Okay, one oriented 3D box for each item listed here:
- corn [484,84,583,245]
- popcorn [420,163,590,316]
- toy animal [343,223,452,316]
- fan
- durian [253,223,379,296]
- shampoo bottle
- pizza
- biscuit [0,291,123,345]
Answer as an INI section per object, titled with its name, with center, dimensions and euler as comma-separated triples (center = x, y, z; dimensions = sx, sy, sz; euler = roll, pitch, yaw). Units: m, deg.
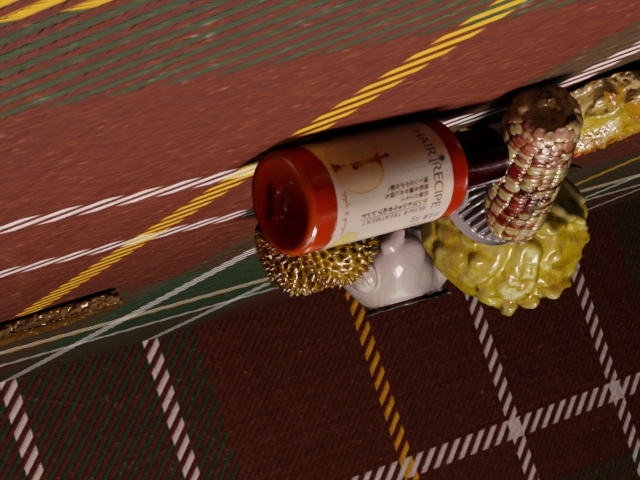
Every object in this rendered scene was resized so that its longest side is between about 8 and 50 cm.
[corn]
center = 0.224, -0.076, 1.643
dimensions = 0.086, 0.086, 0.253
euler = -17, 154, -12
[popcorn]
center = 0.269, -0.023, 2.144
dimensions = 0.249, 0.249, 0.225
euler = -13, 144, -45
[toy animal]
center = 0.131, 0.031, 2.486
dimensions = 0.208, 0.154, 0.325
euler = -12, 180, 4
[fan]
center = 0.165, -0.062, 1.837
dimensions = 0.244, 0.130, 0.074
euler = 1, 162, -30
[durian]
center = 0.000, 0.000, 1.841
dimensions = 0.168, 0.137, 0.158
euler = -2, 150, -18
[shampoo bottle]
center = 0.071, -0.063, 1.501
dimensions = 0.278, 0.104, 0.104
euler = -15, 174, -35
[pizza]
center = 0.250, -0.113, 1.759
dimensions = 0.288, 0.075, 0.280
euler = -19, 174, 7
[biscuit]
center = -0.409, 0.120, 2.258
dimensions = 0.237, 0.026, 0.131
euler = -18, 177, -5
